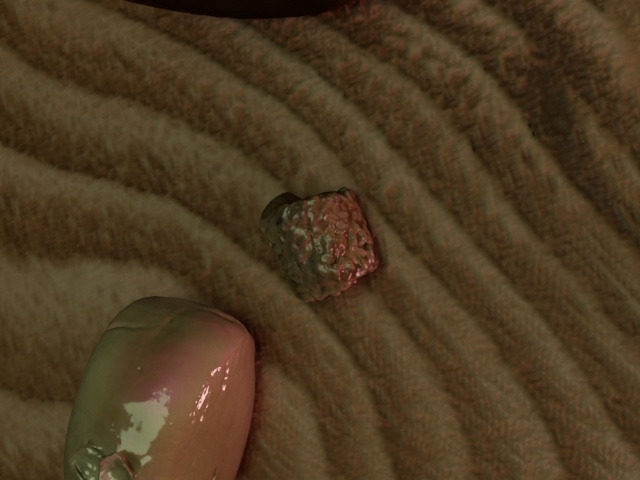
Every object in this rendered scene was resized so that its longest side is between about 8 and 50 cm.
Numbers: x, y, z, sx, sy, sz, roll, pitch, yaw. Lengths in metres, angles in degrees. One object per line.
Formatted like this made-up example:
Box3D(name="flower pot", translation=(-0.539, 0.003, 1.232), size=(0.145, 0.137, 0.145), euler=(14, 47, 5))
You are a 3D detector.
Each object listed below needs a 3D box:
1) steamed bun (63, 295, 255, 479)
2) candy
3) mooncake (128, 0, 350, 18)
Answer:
Box3D(name="steamed bun", translation=(-0.167, 0.177, 1.423), size=(0.170, 0.152, 0.238), euler=(15, 96, 26))
Box3D(name="candy", translation=(0.000, 0.000, 1.397), size=(0.095, 0.085, 0.110), euler=(-18, 89, 34))
Box3D(name="mooncake", translation=(-0.098, -0.302, 1.350), size=(0.284, 0.284, 0.155), euler=(3, 89, 27))
